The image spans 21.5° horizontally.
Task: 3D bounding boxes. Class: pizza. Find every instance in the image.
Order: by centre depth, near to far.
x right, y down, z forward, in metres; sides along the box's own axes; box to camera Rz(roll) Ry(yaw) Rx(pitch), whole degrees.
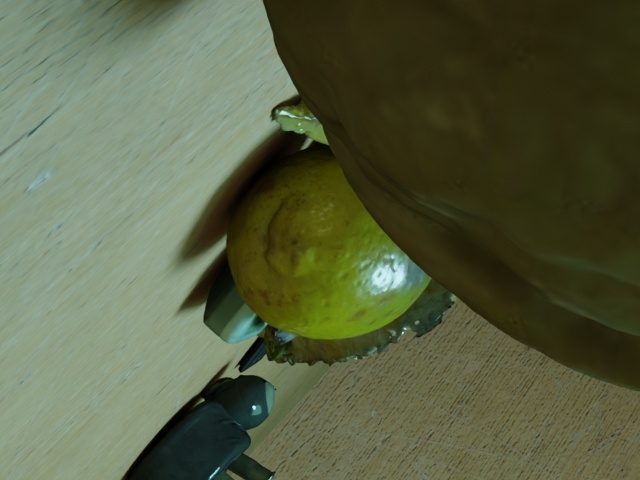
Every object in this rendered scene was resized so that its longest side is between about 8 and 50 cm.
[{"bbox_3d":[0.071,0.015,1.893,0.392,0.080,0.435,-31,-166,43],"label":"pizza"}]

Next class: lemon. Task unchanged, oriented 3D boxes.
[{"bbox_3d":[0.011,0.000,1.388,0.170,0.170,0.207,-53,160,25],"label":"lemon"}]

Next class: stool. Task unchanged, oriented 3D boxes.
[{"bbox_3d":[-0.133,0.275,2.090,0.228,0.139,0.153,-48,175,6],"label":"stool"}]

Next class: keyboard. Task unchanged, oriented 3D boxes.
[{"bbox_3d":[-0.044,0.109,2.248,0.381,0.041,0.103,-58,171,15],"label":"keyboard"}]

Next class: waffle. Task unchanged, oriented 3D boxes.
[{"bbox_3d":[0.000,-0.114,1.347,0.191,0.125,0.032,13,120,-45],"label":"waffle"}]

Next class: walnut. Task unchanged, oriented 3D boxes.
[{"bbox_3d":[0.162,-0.118,0.823,0.383,0.383,0.383,-49,174,-7],"label":"walnut"}]

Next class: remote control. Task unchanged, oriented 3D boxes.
[{"bbox_3d":[0.012,-0.048,1.552,0.335,0.065,0.128,-51,176,7],"label":"remote control"}]

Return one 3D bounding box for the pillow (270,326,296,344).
[{"bbox_3d":[0.043,0.005,1.564,0.248,0.049,0.135,-46,178,-8],"label":"pillow"}]
